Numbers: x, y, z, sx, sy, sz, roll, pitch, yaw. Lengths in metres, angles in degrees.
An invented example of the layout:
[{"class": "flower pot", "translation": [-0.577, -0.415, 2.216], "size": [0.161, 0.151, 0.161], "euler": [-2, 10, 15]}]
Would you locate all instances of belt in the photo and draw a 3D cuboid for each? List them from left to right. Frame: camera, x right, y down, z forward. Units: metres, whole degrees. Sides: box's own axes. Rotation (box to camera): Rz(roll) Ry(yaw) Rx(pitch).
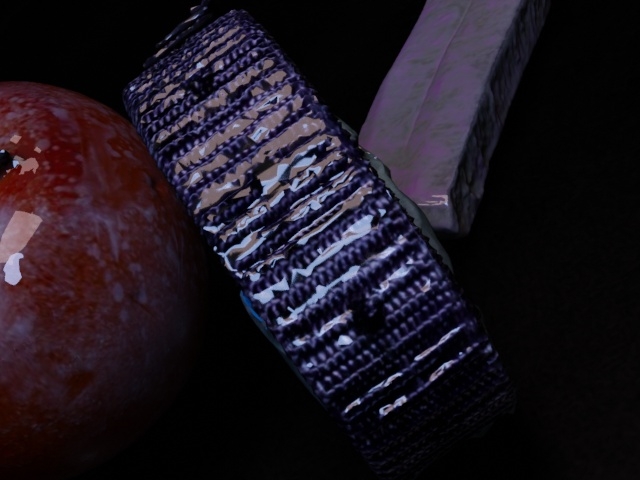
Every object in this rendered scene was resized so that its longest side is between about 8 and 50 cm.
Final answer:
[{"class": "belt", "translation": [0.000, 0.000, 0.816], "size": [0.122, 0.260, 0.325], "euler": [-36, 36, -1]}]

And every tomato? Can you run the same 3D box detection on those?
[{"class": "tomato", "translation": [-0.194, 0.036, 0.932], "size": [0.270, 0.227, 0.270], "euler": [-18, 56, 30]}]

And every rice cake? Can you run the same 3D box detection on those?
[{"class": "rice cake", "translation": [0.094, -0.102, 1.064], "size": [0.106, 0.050, 0.298], "euler": [-6, 41, 30]}]
